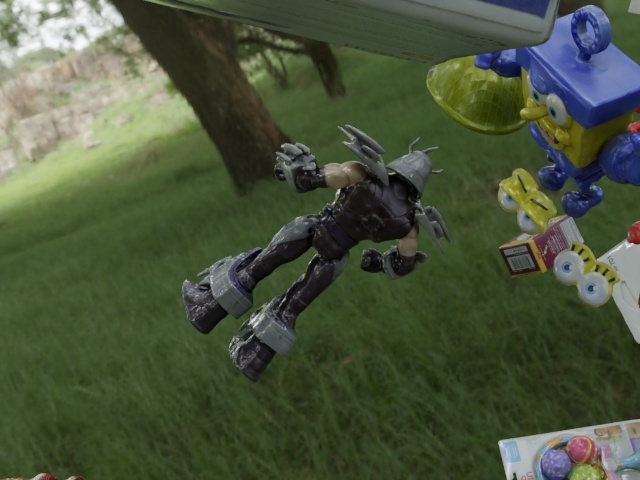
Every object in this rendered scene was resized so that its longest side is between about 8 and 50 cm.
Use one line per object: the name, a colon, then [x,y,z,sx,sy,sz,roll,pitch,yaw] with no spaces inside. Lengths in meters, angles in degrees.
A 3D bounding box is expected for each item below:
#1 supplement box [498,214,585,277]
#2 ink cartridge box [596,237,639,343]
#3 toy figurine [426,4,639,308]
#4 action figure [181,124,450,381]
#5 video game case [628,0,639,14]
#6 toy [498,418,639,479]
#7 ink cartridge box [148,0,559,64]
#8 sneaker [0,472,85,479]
supplement box: [0.265,0.006,1.047,0.083,0.043,0.055,-29,5,-31]
ink cartridge box: [0.468,0.075,1.148,0.191,0.139,0.082,14,-44,-41]
toy figurine: [0.235,-0.142,0.777,0.191,0.217,0.362,-26,54,-5]
action figure: [0.000,0.000,0.841,0.285,0.185,0.099,-40,18,10]
video game case: [0.483,-0.339,0.988,0.042,0.210,0.232,-9,28,-40]
toy: [0.394,0.329,1.290,0.237,0.056,0.136,-8,50,2]
ink cartridge box: [-0.060,-0.168,0.491,0.324,0.071,0.330,12,11,-3]
sneaker: [-0.301,0.260,0.837,0.128,0.087,0.221,3,-29,0]
